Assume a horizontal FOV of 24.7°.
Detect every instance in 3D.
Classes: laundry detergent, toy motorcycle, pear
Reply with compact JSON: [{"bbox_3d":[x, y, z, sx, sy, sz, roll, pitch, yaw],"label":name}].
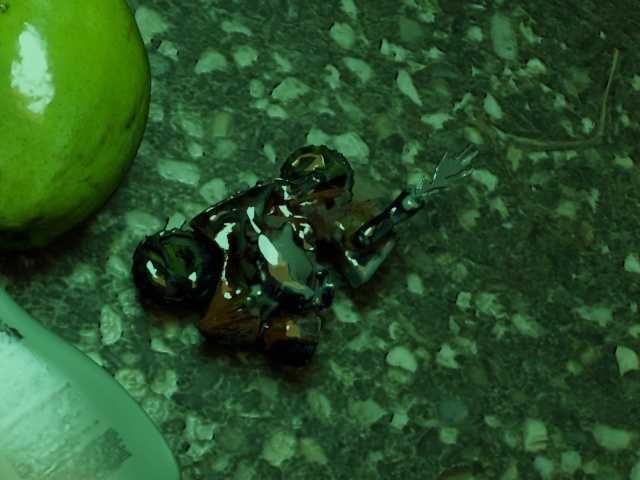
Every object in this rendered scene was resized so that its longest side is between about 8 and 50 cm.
[{"bbox_3d":[-0.345,0.153,1.415,0.264,0.125,0.398,-37,88,-23],"label":"laundry detergent"},{"bbox_3d":[0.000,0.000,1.606,0.401,0.134,0.207,-32,82,-25],"label":"toy motorcycle"},{"bbox_3d":[-0.298,-0.141,1.498,0.252,0.253,0.307,7,70,-16],"label":"pear"}]
